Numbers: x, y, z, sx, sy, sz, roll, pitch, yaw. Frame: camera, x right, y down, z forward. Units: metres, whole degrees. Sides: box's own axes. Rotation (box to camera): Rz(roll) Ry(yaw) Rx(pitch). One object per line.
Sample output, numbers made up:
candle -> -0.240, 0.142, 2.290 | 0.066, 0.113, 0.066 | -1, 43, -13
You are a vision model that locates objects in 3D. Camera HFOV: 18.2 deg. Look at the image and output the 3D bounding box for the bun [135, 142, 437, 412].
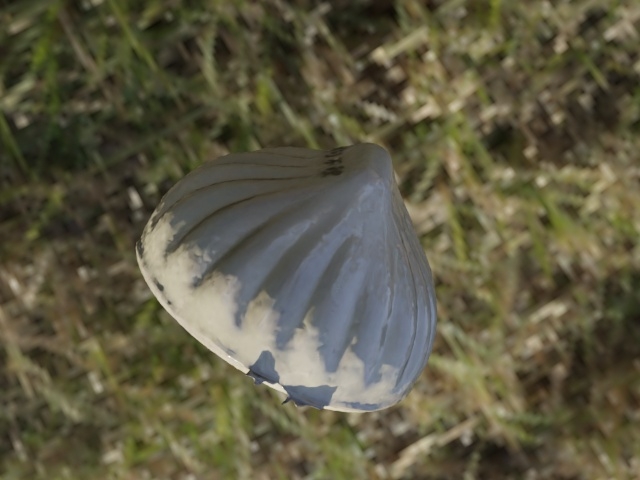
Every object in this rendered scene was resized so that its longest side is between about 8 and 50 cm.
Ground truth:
bun -> 0.000, 0.000, 1.601 | 0.263, 0.263, 0.175 | 11, 118, -47
